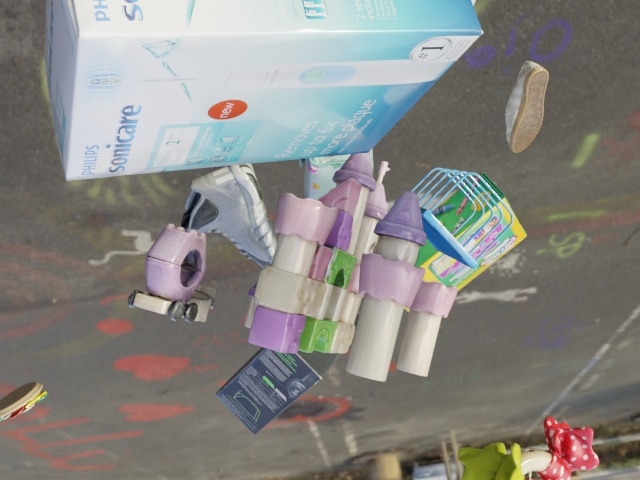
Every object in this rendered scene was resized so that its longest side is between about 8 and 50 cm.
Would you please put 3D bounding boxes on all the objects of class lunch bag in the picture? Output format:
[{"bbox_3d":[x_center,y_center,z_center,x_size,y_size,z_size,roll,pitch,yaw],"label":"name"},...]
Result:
[{"bbox_3d":[0.034,-0.198,1.597,0.160,0.262,0.223,1,146,-2],"label":"lunch bag"}]

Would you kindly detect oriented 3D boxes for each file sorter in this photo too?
[{"bbox_3d":[0.212,-0.045,1.143,0.104,0.118,0.170,-44,-168,-1],"label":"file sorter"}]

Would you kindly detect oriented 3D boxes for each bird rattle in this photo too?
[{"bbox_3d":[0.358,0.414,1.232,0.253,0.207,0.143,-3,-173,-32],"label":"bird rattle"}]

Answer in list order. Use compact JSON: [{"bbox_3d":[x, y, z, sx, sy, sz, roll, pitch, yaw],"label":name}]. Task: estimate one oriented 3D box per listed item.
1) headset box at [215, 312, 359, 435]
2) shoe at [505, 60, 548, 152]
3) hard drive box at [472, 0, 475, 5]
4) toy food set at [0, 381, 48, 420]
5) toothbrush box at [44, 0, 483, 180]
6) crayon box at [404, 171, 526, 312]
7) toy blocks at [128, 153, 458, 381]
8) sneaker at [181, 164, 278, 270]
[{"bbox_3d":[-0.058,0.253,1.588,0.283,0.131,0.246,-47,177,34],"label":"headset box"},{"bbox_3d":[0.459,-0.299,1.614,0.076,0.058,0.219,-15,134,-20],"label":"shoe"},{"bbox_3d":[0.133,-0.365,0.895,0.181,0.089,0.232,-26,148,-35],"label":"hard drive box"},{"bbox_3d":[-0.428,0.229,1.015,0.082,0.020,0.083,-10,-158,48],"label":"toy food set"},{"bbox_3d":[-0.060,-0.158,0.579,0.295,0.126,0.216,-7,164,-25],"label":"toothbrush box"},{"bbox_3d":[0.244,0.019,1.367,0.278,0.081,0.165,-40,143,7],"label":"crayon box"},{"bbox_3d":[0.000,0.000,0.858,0.308,0.260,0.288,13,176,20],"label":"toy blocks"},{"bbox_3d":[-0.143,-0.021,1.103,0.132,0.086,0.229,-18,132,-4],"label":"sneaker"}]
